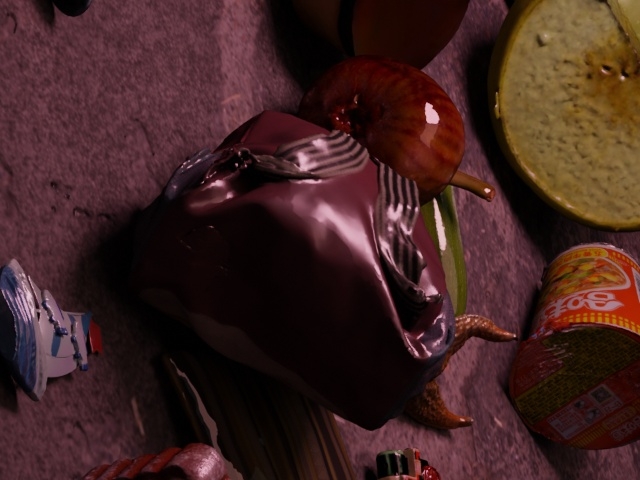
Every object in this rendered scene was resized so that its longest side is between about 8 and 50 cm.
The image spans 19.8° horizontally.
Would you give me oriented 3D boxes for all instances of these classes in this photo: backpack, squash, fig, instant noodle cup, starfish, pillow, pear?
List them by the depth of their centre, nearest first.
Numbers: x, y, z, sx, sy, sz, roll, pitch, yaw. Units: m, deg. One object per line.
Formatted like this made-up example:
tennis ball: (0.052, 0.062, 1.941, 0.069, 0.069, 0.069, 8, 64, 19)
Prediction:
pillow: (-0.043, 0.180, 1.630, 0.212, 0.052, 0.208, -12, 78, -57)
backpack: (0.000, 0.000, 1.633, 0.283, 0.197, 0.317, 36, 26, -3)
fig: (0.071, -0.095, 1.872, 0.207, 0.175, 0.175, 26, 52, -66)
starfish: (0.114, 0.112, 1.882, 0.050, 0.138, 0.247, 42, 4, 37)
squash: (0.106, -0.033, 1.973, 0.082, 0.082, 0.293, 11, 67, -57)
instant noodle cup: (0.322, 0.110, 2.186, 0.193, 0.193, 0.212, 56, 24, -25)
pear: (0.347, -0.192, 2.343, 0.342, 0.238, 0.318, 59, 19, -11)

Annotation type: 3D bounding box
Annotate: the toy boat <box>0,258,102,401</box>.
toy boat: (-0.216, 0.080, 1.429, 0.149, 0.034, 0.105, 51, 31, -55)

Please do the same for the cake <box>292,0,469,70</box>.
cake: (0.043, -0.289, 1.948, 0.208, 0.178, 0.185, -50, 143, -14)

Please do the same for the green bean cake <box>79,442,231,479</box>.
green bean cake: (-0.117, 0.229, 1.392, 0.056, 0.135, 0.135, -38, 109, -58)

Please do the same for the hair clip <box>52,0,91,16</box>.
hair clip: (-0.275, -0.304, 1.515, 0.275, 0.048, 0.083, 48, 41, -35)

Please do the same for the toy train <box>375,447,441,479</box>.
toy train: (0.082, 0.266, 1.799, 0.087, 0.050, 0.138, 25, 53, -48)
